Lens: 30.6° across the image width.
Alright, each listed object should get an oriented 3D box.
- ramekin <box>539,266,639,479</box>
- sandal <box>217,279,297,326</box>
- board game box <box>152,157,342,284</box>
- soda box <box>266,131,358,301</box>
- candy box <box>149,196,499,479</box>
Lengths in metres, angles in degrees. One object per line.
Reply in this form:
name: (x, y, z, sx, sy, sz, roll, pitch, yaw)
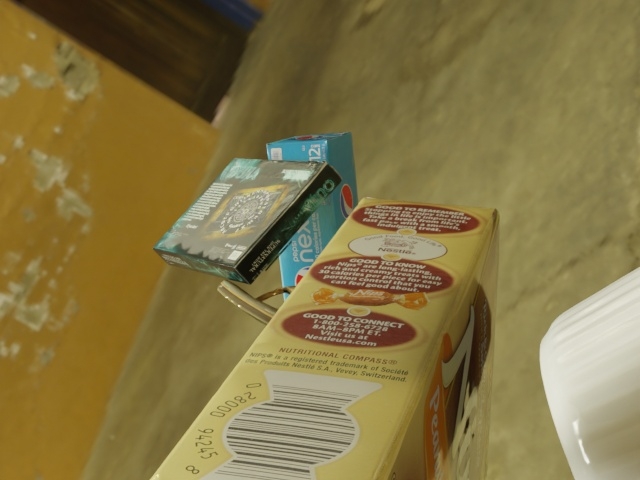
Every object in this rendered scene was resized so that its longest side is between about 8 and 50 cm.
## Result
ramekin: (0.255, 0.144, 0.823, 0.127, 0.273, 0.273, -25, 27, 17)
sandal: (-0.002, 0.066, 0.987, 0.049, 0.180, 0.072, -66, -25, -11)
board game box: (-0.070, -0.022, 1.062, 0.126, 0.026, 0.186, -49, 25, -16)
soda box: (0.000, 0.000, 1.181, 0.071, 0.067, 0.210, -28, -65, -65)
candy box: (0.020, 0.117, 0.563, 0.316, 0.087, 0.183, -51, -36, -62)
